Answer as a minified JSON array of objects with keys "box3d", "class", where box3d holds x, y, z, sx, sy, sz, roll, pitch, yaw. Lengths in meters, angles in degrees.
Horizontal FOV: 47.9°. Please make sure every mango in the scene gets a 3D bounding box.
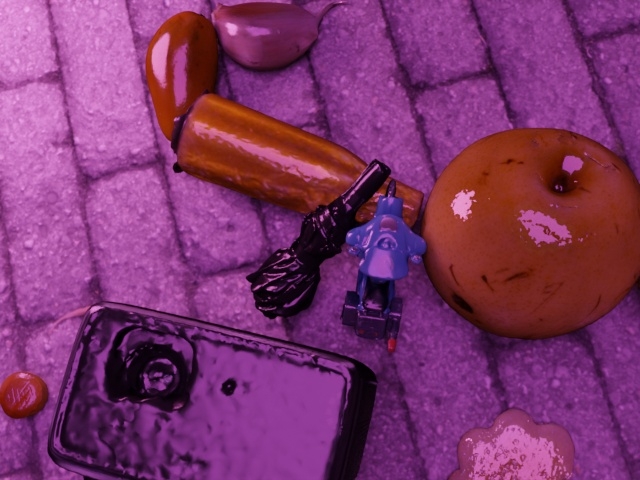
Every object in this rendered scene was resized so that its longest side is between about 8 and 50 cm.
[{"box3d":[-0.267,-0.310,1.370,0.138,0.113,0.253,4,86,10],"class":"mango"}]

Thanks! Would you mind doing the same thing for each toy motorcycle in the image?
[{"box3d":[0.097,0.049,1.161,0.123,0.182,0.272,8,123,3],"class":"toy motorcycle"}]

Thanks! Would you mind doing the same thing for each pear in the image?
[{"box3d":[0.327,-0.013,1.127,0.348,0.348,0.348,-2,77,7],"class":"pear"}]

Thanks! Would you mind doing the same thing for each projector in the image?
[{"box3d":[-0.128,0.256,1.069,0.395,0.405,0.242,11,80,8],"class":"projector"}]

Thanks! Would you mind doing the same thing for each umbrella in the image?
[{"box3d":[0.000,0.000,1.211,0.118,0.118,0.340,46,112,14],"class":"umbrella"}]

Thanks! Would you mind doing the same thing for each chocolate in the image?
[{"box3d":[-0.038,-0.117,1.274,0.445,0.162,0.162,22,81,10],"class":"chocolate"}]

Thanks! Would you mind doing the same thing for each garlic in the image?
[{"box3d":[-0.078,-0.401,1.385,0.266,0.128,0.148,0,89,-4],"class":"garlic"}]

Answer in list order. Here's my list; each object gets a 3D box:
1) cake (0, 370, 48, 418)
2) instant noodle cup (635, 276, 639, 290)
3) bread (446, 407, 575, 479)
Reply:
[{"box3d":[-0.536,0.278,1.299,0.084,0.044,0.084,-1,78,5],"class":"cake"},{"box3d":[0.621,0.108,1.124,0.215,0.216,0.172,-19,84,2],"class":"instant noodle cup"},{"box3d":[0.300,0.400,1.173,0.181,0.039,0.251,21,81,11],"class":"bread"}]
